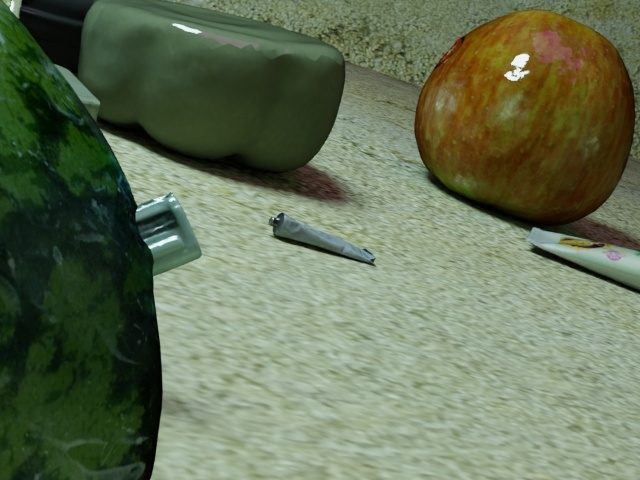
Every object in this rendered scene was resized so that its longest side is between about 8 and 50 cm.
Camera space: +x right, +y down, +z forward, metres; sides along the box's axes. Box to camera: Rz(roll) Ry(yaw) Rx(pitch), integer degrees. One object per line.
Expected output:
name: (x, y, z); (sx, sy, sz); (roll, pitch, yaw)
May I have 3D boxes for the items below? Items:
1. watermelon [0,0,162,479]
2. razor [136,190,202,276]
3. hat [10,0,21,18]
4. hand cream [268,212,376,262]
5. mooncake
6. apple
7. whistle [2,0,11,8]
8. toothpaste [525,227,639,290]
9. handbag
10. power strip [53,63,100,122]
watermelon: (-0.189, -0.004, 0.385); (0.305, 0.180, 0.224); (25, 57, 4)
razor: (-0.161, -0.010, 0.638); (0.111, 0.056, 0.278); (-22, 23, -19)
hat: (-0.419, -0.260, 1.115); (0.110, 0.252, 0.252); (-23, -20, 39)
hand cream: (0.000, 0.000, 0.924); (0.093, 0.019, 0.030); (22, 9, -24)
mooncake: (-0.112, -0.158, 1.151); (0.275, 0.135, 0.275); (16, 13, -4)
apple: (0.263, -0.160, 1.471); (0.277, 0.250, 0.309); (14, 11, -22)
whistle: (-0.261, -0.147, 0.725); (0.131, 0.106, 0.288); (-10, -42, 27)
toothpaste: (0.373, 0.044, 1.247); (0.314, 0.056, 0.058); (19, -28, 12)
handbag: (-0.380, -0.273, 1.309); (0.308, 0.093, 0.254); (27, 16, 27)
power strip: (-0.308, -0.138, 0.956); (0.270, 0.046, 0.118); (13, 14, -33)
